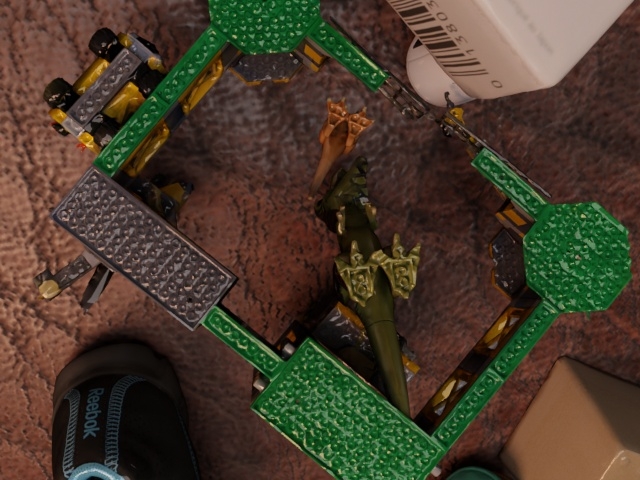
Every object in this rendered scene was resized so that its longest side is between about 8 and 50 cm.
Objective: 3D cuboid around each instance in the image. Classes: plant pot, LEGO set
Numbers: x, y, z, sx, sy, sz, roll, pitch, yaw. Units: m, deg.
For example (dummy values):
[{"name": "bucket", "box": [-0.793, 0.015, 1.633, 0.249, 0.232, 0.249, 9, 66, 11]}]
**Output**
[{"name": "plant pot", "box": [0.225, 0.174, 0.601, 0.109, 0.096, 0.109, 22, 106, -14]}, {"name": "LEGO set", "box": [0.000, 0.000, 0.493, 0.331, 0.192, 0.254, 32, 85, -2]}]

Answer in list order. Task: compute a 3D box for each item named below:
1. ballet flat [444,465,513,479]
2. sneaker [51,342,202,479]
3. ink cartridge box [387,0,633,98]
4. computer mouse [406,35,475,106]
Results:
[{"name": "ballet flat", "box": [0.052, 0.331, 0.600, 0.342, 0.116, 0.124, -43, 120, -17]}, {"name": "sneaker", "box": [-0.122, 0.251, 0.567, 0.125, 0.139, 0.340, -18, 113, -3]}, {"name": "ink cartridge box", "box": [0.122, -0.313, 0.376, 0.385, 0.091, 0.308, -48, 109, -7]}, {"name": "computer mouse", "box": [0.142, -0.153, 0.493, 0.193, 0.042, 0.106, -42, 121, 10]}]
